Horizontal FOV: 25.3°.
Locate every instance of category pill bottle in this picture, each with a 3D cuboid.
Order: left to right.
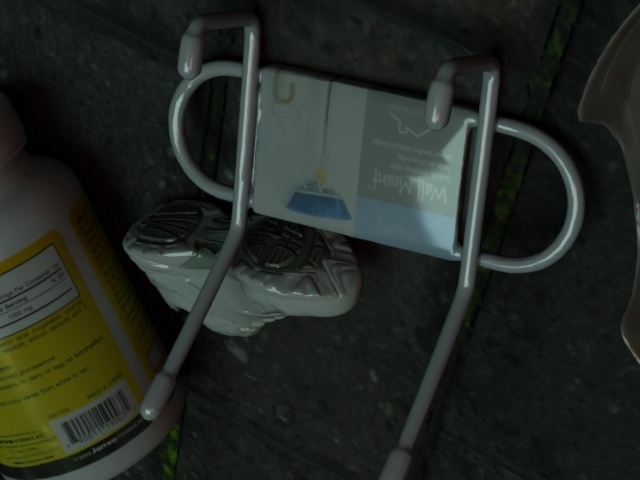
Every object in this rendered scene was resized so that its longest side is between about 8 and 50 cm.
[{"bbox_3d":[-0.268,0.046,1.270,0.188,0.188,0.334,-4,120,39],"label":"pill bottle"}]

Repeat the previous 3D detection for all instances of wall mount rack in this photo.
[{"bbox_3d":[0.000,0.000,1.030,0.350,0.130,0.304,15,109,28],"label":"wall mount rack"}]

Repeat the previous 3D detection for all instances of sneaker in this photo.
[{"bbox_3d":[-0.052,0.034,1.186,0.232,0.090,0.115,12,139,38],"label":"sneaker"}]

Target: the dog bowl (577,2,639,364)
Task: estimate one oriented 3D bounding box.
[{"bbox_3d":[0.303,-0.018,0.712,0.349,0.102,0.349,21,132,26],"label":"dog bowl"}]
